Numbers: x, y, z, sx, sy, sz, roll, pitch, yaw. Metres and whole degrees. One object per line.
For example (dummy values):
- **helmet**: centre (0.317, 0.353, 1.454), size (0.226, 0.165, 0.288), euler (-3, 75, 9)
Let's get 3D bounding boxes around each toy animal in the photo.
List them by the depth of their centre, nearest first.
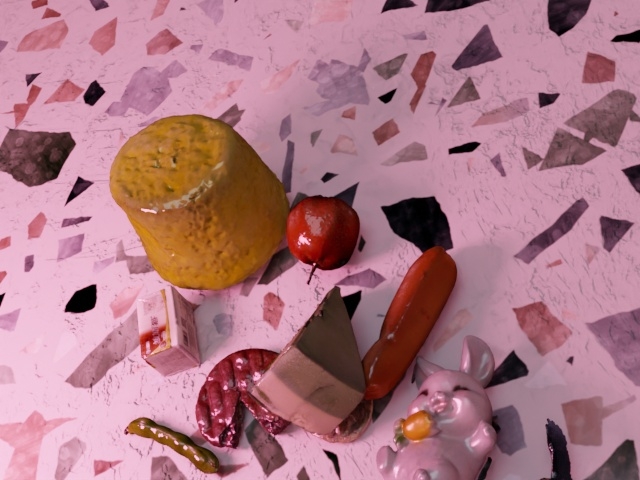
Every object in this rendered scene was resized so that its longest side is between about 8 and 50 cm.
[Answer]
- **toy animal**: centre (0.395, 0.406, 1.503), size (0.062, 0.108, 0.220), euler (-15, 53, 27)
- **toy animal**: centre (0.214, 0.326, 1.606), size (0.208, 0.154, 0.325), euler (-27, 29, 31)

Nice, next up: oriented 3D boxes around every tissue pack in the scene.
- **tissue pack**: centre (-0.323, 0.193, 1.936), size (0.099, 0.106, 0.148), euler (-21, 53, 9)

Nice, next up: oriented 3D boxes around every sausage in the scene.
- **sausage**: centre (0.166, 0.160, 1.750), size (0.094, 0.097, 0.348), euler (29, 68, 1)

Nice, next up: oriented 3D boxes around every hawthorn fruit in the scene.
- **hawthorn fruit**: centre (0.000, 0.000, 1.900), size (0.157, 0.157, 0.194), euler (4, 71, 25)

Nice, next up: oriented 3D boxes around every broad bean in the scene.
- **broad bean**: centre (-0.297, 0.403, 1.827), size (0.256, 0.052, 0.052), euler (15, 80, 32)

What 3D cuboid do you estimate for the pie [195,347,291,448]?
- **pie**: centre (-0.144, 0.313, 1.821), size (0.219, 0.054, 0.204), euler (-9, 57, 20)

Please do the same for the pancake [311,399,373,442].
- **pancake**: centre (0.036, 0.326, 1.753), size (0.140, 0.022, 0.139), euler (-10, 56, 16)

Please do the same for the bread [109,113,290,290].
- **bread**: centre (-0.270, -0.091, 1.968), size (0.348, 0.308, 0.348), euler (-13, 53, 18)

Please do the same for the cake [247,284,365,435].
- **cake**: centre (0.013, 0.228, 1.747), size (0.158, 0.172, 0.283), euler (-47, 2, 29)
